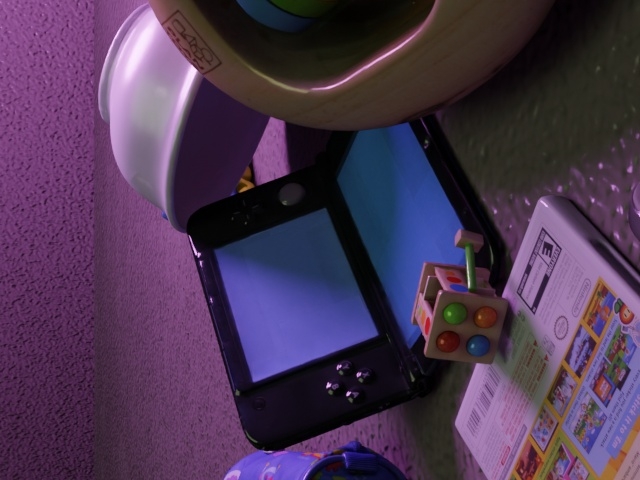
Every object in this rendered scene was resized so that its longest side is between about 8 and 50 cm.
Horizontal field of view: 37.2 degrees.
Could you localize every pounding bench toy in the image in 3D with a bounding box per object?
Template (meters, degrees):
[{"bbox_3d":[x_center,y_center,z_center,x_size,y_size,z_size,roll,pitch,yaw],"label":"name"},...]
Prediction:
[{"bbox_3d":[0.105,0.040,0.699,0.065,0.052,0.083,-104,23,-68],"label":"pounding bench toy"}]

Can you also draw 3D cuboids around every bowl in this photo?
[{"bbox_3d":[-0.146,-0.166,1.030,0.298,0.134,0.297,22,-90,-81],"label":"bowl"}]

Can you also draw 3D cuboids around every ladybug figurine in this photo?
[{"bbox_3d":[0.018,-0.238,0.690,0.305,0.162,0.449,50,149,-15],"label":"ladybug figurine"}]

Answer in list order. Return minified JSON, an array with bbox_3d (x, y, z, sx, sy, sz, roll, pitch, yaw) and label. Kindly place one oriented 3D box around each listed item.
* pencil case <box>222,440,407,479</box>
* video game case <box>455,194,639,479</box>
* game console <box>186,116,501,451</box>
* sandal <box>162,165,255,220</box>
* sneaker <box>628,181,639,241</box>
[{"bbox_3d":[-0.015,0.278,1.005,0.306,0.119,0.133,148,126,-65],"label":"pencil case"},{"bbox_3d":[0.174,0.119,0.642,0.206,0.026,0.227,-120,35,-48],"label":"video game case"},{"bbox_3d":[0.000,0.000,0.871,0.173,0.250,0.293,71,178,-52],"label":"game console"},{"bbox_3d":[-0.146,-0.037,1.256,0.126,0.138,0.317,110,146,-41],"label":"sandal"},{"bbox_3d":[0.249,0.039,0.391,0.267,0.101,0.106,38,156,55],"label":"sneaker"}]
